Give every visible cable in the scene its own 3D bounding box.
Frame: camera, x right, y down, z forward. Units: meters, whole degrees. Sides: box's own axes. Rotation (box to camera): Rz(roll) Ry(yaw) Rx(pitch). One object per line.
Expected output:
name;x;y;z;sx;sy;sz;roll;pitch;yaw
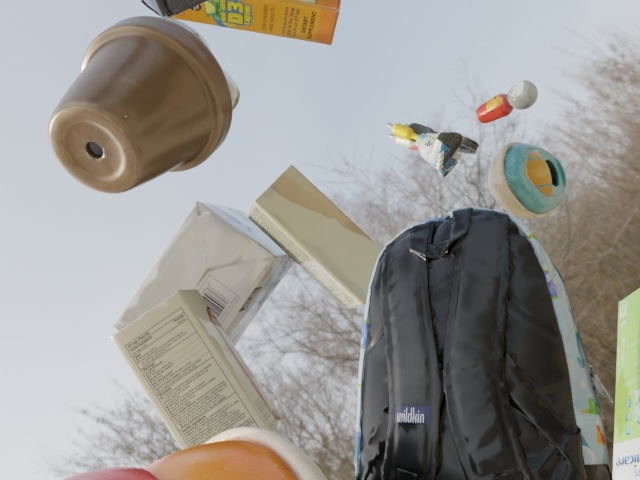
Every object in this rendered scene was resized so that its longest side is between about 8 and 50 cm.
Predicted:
cable;0.302;-0.249;1.503;0.139;0.287;0.072;32;-89;-44

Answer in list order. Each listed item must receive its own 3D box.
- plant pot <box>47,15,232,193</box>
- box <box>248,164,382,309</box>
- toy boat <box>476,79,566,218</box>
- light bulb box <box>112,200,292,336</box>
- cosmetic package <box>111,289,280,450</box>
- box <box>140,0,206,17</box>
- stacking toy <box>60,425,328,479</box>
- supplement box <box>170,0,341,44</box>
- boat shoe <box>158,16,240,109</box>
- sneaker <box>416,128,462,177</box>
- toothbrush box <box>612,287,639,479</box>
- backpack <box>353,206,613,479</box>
plant pot;-0.300;-0.191;0.906;0.229;0.263;0.263;-68;-9;-50
box;0.000;0.000;1.232;0.121;0.311;0.148;-47;2;-17
toy boat;0.483;-0.209;1.349;0.267;0.318;0.148;-14;-6;-46
light bulb box;-0.262;0.113;1.427;0.358;0.225;0.361;-55;-6;5
cosmetic package;-0.218;0.250;1.031;0.153;0.296;0.129;-33;-5;1
box;-0.011;-0.233;0.242;0.233;0.059;0.183;-31;-48;-14
stacking toy;-0.228;0.306;0.401;0.480;0.350;0.350;18;-73;-37
supplement box;-0.090;-0.338;0.785;0.078;0.233;0.080;112;166;-69
boat shoe;-0.325;-0.435;1.384;0.118;0.320;0.103;-43;-15;19
sneaker;0.213;-0.173;1.064;0.071;0.083;0.191;-50;-13;2
toothbrush box;0.527;0.213;0.768;0.122;0.206;0.283;93;-167;-65
backpack;0.179;0.138;0.688;0.290;0.355;0.273;-17;-18;30
